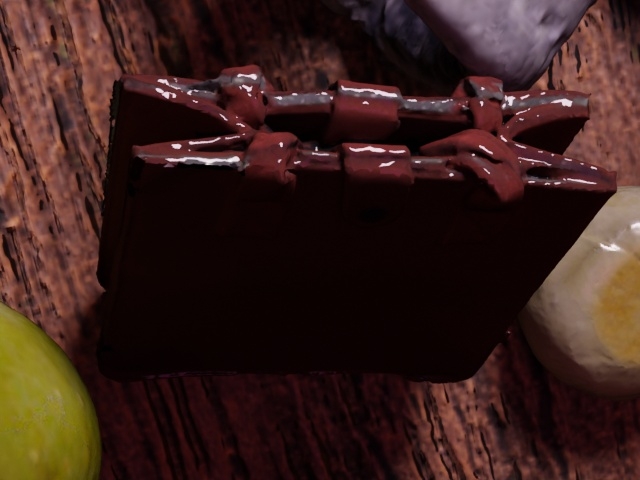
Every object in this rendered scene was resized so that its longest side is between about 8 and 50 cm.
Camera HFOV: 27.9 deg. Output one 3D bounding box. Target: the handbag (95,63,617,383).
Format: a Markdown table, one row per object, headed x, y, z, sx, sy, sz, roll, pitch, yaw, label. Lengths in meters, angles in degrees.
| x | y | z | sx | sy | sz | roll | pitch | yaw | label |
| --- | --- | --- | --- | --- | --- | --- | --- | --- | --- |
| 0.000 | 0.001 | 0.743 | 0.260 | 0.275 | 0.084 | 3 | 63 | -14 | handbag |

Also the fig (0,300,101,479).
| x | y | z | sx | sy | sz | roll | pitch | yaw | label |
| --- | --- | --- | --- | --- | --- | --- | --- | --- | --- |
| -0.289 | 0.139 | 0.715 | 0.326 | 0.258 | 0.258 | 10 | 97 | 4 | fig |

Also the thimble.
| x | y | z | sx | sy | sz | roll | pitch | yaw | label |
| --- | --- | --- | --- | --- | --- | --- | --- | --- | --- |
| 0.069 | -0.192 | 0.738 | 0.217 | 0.245 | 0.157 | 40 | 89 | 7 | thimble |

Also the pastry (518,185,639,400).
| x | y | z | sx | sy | sz | roll | pitch | yaw | label |
| --- | --- | --- | --- | --- | --- | --- | --- | --- | --- |
| 0.213 | 0.038 | 0.885 | 0.156 | 0.092 | 0.156 | -3 | 107 | -10 | pastry |
